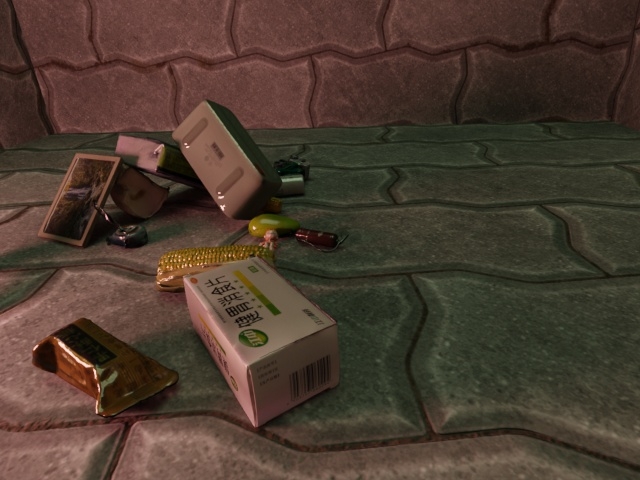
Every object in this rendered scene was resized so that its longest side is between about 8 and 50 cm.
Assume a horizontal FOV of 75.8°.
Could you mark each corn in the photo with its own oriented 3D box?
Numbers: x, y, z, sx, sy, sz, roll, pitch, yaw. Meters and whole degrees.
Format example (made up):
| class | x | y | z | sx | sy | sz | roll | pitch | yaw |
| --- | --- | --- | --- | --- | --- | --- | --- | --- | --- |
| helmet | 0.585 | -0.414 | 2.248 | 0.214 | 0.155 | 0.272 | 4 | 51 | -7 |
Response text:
| class | x | y | z | sx | sy | sz | roll | pitch | yaw |
| --- | --- | --- | --- | --- | --- | --- | --- | --- | --- |
| corn | -0.234 | -0.144 | 1.526 | 0.206 | 0.068 | 0.067 | 12 | 29 | 22 |
| corn | -0.260 | 0.077 | 1.038 | 0.304 | 0.122 | 0.124 | -3 | 54 | 4 |

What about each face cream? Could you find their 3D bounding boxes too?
| class | x | y | z | sx | sy | sz | roll | pitch | yaw |
| --- | --- | --- | --- | --- | --- | --- | --- | --- | --- |
| face cream | -0.200 | -0.214 | 1.653 | 0.268 | 0.082 | 0.082 | -8 | 26 | -8 |

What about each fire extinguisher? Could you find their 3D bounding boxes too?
| class | x | y | z | sx | sy | sz | roll | pitch | yaw |
| --- | --- | --- | --- | --- | --- | --- | --- | --- | --- |
| fire extinguisher | 0.000 | 0.000 | 1.243 | 0.157 | 0.045 | 0.078 | 11 | 57 | 24 |

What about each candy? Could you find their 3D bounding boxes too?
| class | x | y | z | sx | sy | sz | roll | pitch | yaw |
| --- | --- | --- | --- | --- | --- | --- | --- | --- | --- |
| candy | -0.400 | 0.231 | 0.750 | 0.271 | 0.101 | 0.143 | 18 | 27 | 25 |

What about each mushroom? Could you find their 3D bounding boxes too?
| class | x | y | z | sx | sy | sz | roll | pitch | yaw |
| --- | --- | --- | --- | --- | --- | --- | --- | --- | --- |
| mushroom | -0.710 | -0.167 | 1.503 | 0.173 | 0.162 | 0.236 | 2 | -17 | 19 |

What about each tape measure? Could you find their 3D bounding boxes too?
| class | x | y | z | sx | sy | sz | roll | pitch | yaw |
| --- | --- | --- | --- | --- | --- | --- | --- | --- | --- |
| tape measure | -0.622 | -0.062 | 1.291 | 0.104 | 0.180 | 0.107 | -7 | 22 | 30 |

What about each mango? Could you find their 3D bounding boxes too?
| class | x | y | z | sx | sy | sz | roll | pitch | yaw |
| --- | --- | --- | --- | --- | --- | --- | --- | --- | --- |
| mango | -0.148 | -0.049 | 1.315 | 0.164 | 0.074 | 0.091 | -6 | 24 | -8 |

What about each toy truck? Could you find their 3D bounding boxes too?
| class | x | y | z | sx | sy | sz | roll | pitch | yaw |
| --- | --- | --- | --- | --- | --- | --- | --- | --- | --- |
| toy truck | -0.122 | -0.290 | 1.780 | 0.116 | 0.110 | 0.216 | 22 | 32 | 18 |

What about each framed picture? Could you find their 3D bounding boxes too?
| class | x | y | z | sx | sy | sz | roll | pitch | yaw |
| --- | --- | --- | --- | --- | --- | --- | --- | --- | --- |
| framed picture | -0.809 | -0.144 | 1.388 | 0.240 | 0.325 | 0.020 | 11 | -14 | 26 |

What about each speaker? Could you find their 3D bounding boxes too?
| class | x | y | z | sx | sy | sz | roll | pitch | yaw |
| --- | --- | --- | --- | --- | --- | --- | --- | --- | --- |
| speaker | -0.319 | -0.281 | 1.423 | 0.406 | 0.184 | 0.183 | 54 | 20 | 14 |

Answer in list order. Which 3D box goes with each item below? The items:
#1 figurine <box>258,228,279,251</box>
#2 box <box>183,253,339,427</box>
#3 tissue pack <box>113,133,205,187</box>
| class | x | y | z | sx | sy | sz | roll | pitch | yaw |
| --- | --- | --- | --- | --- | --- | --- | --- | --- | --- |
| figurine | -0.152 | 0.009 | 1.232 | 0.064 | 0.047 | 0.109 | 4 | 37 | -2 |
| box | -0.126 | 0.165 | 0.795 | 0.173 | 0.145 | 0.332 | -17 | 30 | -30 |
| tissue pack | -0.536 | -0.284 | 1.591 | 0.287 | 0.124 | 0.394 | 17 | 2 | 32 |
